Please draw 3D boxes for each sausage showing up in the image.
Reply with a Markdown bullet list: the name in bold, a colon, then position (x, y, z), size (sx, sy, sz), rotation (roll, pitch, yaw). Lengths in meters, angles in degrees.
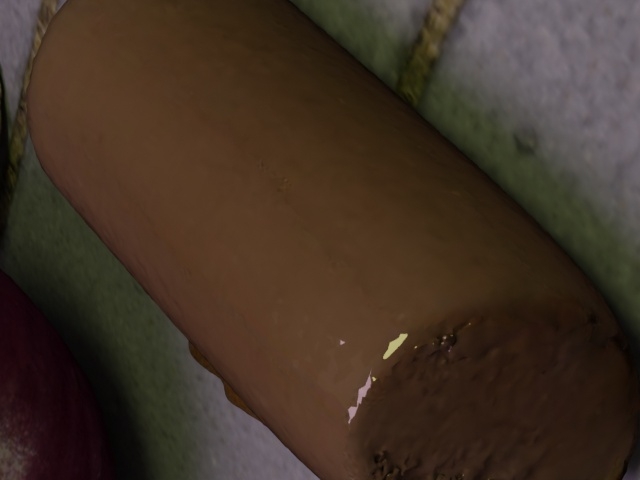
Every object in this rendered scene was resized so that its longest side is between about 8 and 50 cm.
- **sausage**: position (0.000, 0.000, 0.615), size (0.253, 0.123, 0.123), rotation (43, 136, 37)

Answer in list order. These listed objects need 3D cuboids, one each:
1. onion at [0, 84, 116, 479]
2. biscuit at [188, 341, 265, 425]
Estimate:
- **onion**: position (-0.256, 0.094, 0.900), size (0.358, 0.345, 0.358), rotation (47, 155, 30)
- **biscuit**: position (-0.035, 0.030, 0.768), size (0.119, 0.019, 0.130), rotation (-42, 68, 53)
